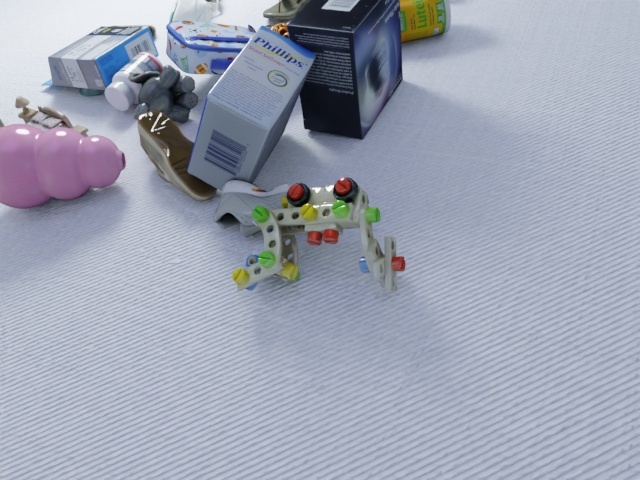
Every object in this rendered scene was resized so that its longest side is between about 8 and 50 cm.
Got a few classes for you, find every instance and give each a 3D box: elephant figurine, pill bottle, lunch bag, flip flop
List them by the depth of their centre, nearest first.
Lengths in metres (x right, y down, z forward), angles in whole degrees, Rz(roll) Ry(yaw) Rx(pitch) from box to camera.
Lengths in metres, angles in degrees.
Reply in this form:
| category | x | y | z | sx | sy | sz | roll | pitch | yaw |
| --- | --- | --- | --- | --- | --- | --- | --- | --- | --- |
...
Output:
| category | x | y | z | sx | sy | sz | roll | pitch | yaw |
| --- | --- | --- | --- | --- | --- | --- | --- | --- | --- |
| elephant figurine | -0.461 | -0.418 | 1.745 | 0.239 | 0.186 | 0.170 | 30 | 101 | 47 |
| lunch bag | -0.282 | -0.555 | 1.788 | 0.303 | 0.115 | 0.243 | -10 | 36 | -31 |
| pill bottle | 0.246 | -0.654 | 1.804 | 0.245 | 0.136 | 0.136 | -13 | 44 | 0 |
| pill bottle | -0.552 | -0.468 | 1.823 | 0.107 | 0.108 | 0.180 | 11 | 49 | 23 |
| flip flop | -0.101 | -0.831 | 2.101 | 0.112 | 0.080 | 0.277 | 24 | 55 | 32 |

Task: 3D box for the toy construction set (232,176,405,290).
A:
| category | x | y | z | sx | sy | sz | roll | pitch | yaw |
| --- | --- | --- | --- | --- | --- | --- | --- | --- | --- |
| toy construction set | 0.000 | 0.000 | 1.178 | 0.327 | 0.151 | 0.215 | 2 | 68 | 14 |

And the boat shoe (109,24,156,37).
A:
| category | x | y | z | sx | sy | sz | roll | pitch | yaw |
| --- | --- | --- | --- | --- | --- | --- | --- | --- | --- |
| boat shoe | -0.668 | -0.722 | 2.145 | 0.189 | 0.068 | 0.072 | -2 | 32 | -3 |

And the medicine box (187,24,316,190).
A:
| category | x | y | z | sx | sy | sz | roll | pitch | yaw |
| --- | --- | --- | --- | --- | --- | --- | --- | --- | --- |
| medicine box | -0.159 | -0.291 | 1.414 | 0.149 | 0.263 | 0.289 | 28 | 53 | -4 |

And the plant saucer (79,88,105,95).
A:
| category | x | y | z | sx | sy | sz | roll | pitch | yaw |
| --- | --- | --- | --- | --- | --- | --- | --- | --- | --- |
| plant saucer | -0.713 | -0.501 | 1.954 | 0.119 | 0.021 | 0.119 | -7 | 45 | 7 |

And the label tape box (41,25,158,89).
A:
| category | x | y | z | sx | sy | sz | roll | pitch | yaw |
| --- | --- | --- | --- | --- | --- | --- | --- | --- | --- |
| label tape box | -0.722 | -0.585 | 1.950 | 0.333 | 0.106 | 0.241 | 12 | 45 | 30 |

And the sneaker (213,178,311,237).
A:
| category | x | y | z | sx | sy | sz | roll | pitch | yaw |
| --- | --- | --- | --- | --- | --- | --- | --- | --- | --- |
| sneaker | -0.113 | -0.053 | 1.329 | 0.262 | 0.099 | 0.121 | 6 | 57 | 26 |

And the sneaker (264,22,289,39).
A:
| category | x | y | z | sx | sy | sz | roll | pitch | yaw |
| --- | --- | --- | --- | --- | --- | --- | --- | --- | --- |
| sneaker | -0.123 | -0.639 | 1.914 | 0.084 | 0.083 | 0.215 | -31 | 46 | -15 |

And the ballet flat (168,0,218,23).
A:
| category | x | y | z | sx | sy | sz | roll | pitch | yaw |
| --- | --- | --- | --- | --- | --- | --- | --- | --- | --- |
| ballet flat | -0.428 | -0.825 | 2.152 | 0.139 | 0.139 | 0.400 | -5 | 44 | 8 |

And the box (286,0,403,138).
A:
| category | x | y | z | sx | sy | sz | roll | pitch | yaw |
| --- | --- | --- | --- | --- | --- | --- | --- | --- | --- |
| box | 0.077 | -0.466 | 1.541 | 0.182 | 0.294 | 0.296 | 15 | 51 | 22 |

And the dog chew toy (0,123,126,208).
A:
| category | x | y | z | sx | sy | sz | roll | pitch | yaw |
| --- | --- | --- | --- | --- | --- | --- | --- | --- | --- |
| dog chew toy | -0.650 | -0.186 | 1.509 | 0.331 | 0.207 | 0.207 | -3 | 44 | -2 |

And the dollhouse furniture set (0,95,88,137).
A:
| category | x | y | z | sx | sy | sz | roll | pitch | yaw |
| --- | --- | --- | --- | --- | --- | --- | --- | --- | --- |
| dollhouse furniture set | -0.889 | -0.311 | 1.696 | 0.355 | 0.174 | 0.303 | 20 | 54 | 30 |

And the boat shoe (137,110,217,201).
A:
| category | x | y | z | sx | sy | sz | roll | pitch | yaw |
| --- | --- | --- | --- | --- | --- | --- | --- | --- | --- |
| boat shoe | -0.355 | -0.192 | 1.511 | 0.109 | 0.098 | 0.302 | -25 | 62 | -37 |
